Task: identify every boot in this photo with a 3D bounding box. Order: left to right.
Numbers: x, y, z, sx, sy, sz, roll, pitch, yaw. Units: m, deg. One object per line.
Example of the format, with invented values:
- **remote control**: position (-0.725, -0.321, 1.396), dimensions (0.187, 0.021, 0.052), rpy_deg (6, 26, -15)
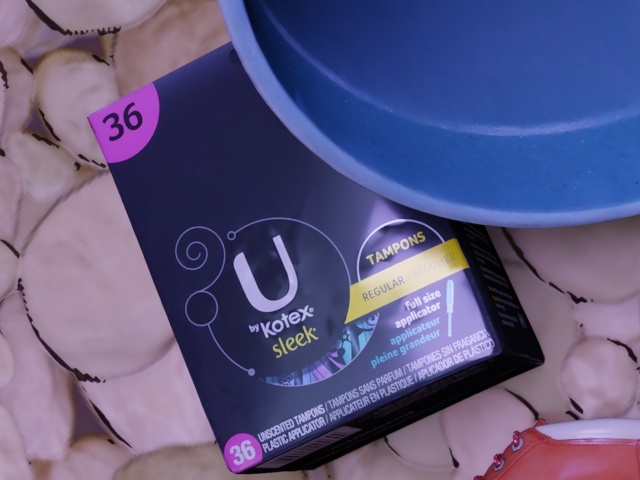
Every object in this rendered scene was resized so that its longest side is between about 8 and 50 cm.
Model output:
- **boot**: position (0.075, 0.118, 0.695), dimensions (0.158, 0.059, 0.084), rpy_deg (-11, 63, 19)

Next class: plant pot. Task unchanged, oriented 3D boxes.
- **plant pot**: position (0.069, -0.189, 0.602), dimensions (0.272, 0.271, 0.255), rpy_deg (-32, 42, 11)

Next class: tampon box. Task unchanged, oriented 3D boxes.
- **tampon box**: position (0.000, 0.000, 0.699), dimensions (0.120, 0.101, 0.161), rpy_deg (-27, 77, 11)
